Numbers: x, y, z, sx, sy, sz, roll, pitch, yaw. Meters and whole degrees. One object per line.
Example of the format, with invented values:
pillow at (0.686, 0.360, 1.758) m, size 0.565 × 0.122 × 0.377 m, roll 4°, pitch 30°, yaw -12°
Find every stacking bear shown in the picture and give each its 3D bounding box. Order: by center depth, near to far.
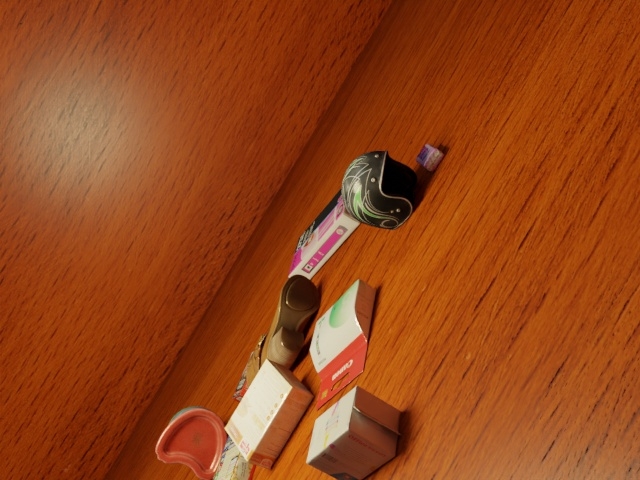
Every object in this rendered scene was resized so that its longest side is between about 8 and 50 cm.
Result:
stacking bear at (-0.343, 0.530, 2.099) m, size 0.164 × 0.175 × 0.289 m, roll -66°, pitch 7°, yaw -16°

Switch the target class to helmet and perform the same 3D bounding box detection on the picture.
helmet at (0.126, -0.115, 1.741) m, size 0.169 × 0.161 × 0.169 m, roll -54°, pitch 15°, yaw 21°

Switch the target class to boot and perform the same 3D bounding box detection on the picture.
boot at (-0.100, 0.239, 1.976) m, size 0.220 × 0.109 × 0.283 m, roll -53°, pitch 22°, yaw 40°

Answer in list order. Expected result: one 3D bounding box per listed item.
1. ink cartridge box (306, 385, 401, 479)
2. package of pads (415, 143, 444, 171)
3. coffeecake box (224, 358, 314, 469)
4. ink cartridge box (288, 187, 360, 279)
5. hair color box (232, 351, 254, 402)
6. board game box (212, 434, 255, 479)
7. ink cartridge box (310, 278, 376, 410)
ink cartridge box at (0.059, 0.309, 1.245) m, size 0.143 × 0.092 × 0.090 m, roll -47°, pitch 18°, yaw 37°
package of pads at (0.244, -0.186, 1.742) m, size 0.050 × 0.032 × 0.083 m, roll -54°, pitch 14°, yaw 10°
coffeecake box at (-0.114, 0.374, 1.693) m, size 0.185 × 0.068 × 0.142 m, roll -59°, pitch 32°, yaw 2°
ink cartridge box at (0.000, 0.000, 2.170) m, size 0.371 × 0.069 × 0.176 m, roll -52°, pitch 15°, yaw 37°
hair color box at (-0.181, 0.363, 2.085) m, size 0.072 × 0.043 × 0.141 m, roll -38°, pitch 24°, yaw 58°
board game box at (-0.195, 0.518, 1.805) m, size 0.147 × 0.045 × 0.193 m, roll -43°, pitch 21°, yaw 48°
ink cartridge box at (0.036, 0.214, 1.613) m, size 0.181 × 0.056 × 0.225 m, roll -48°, pitch 16°, yaw 39°
